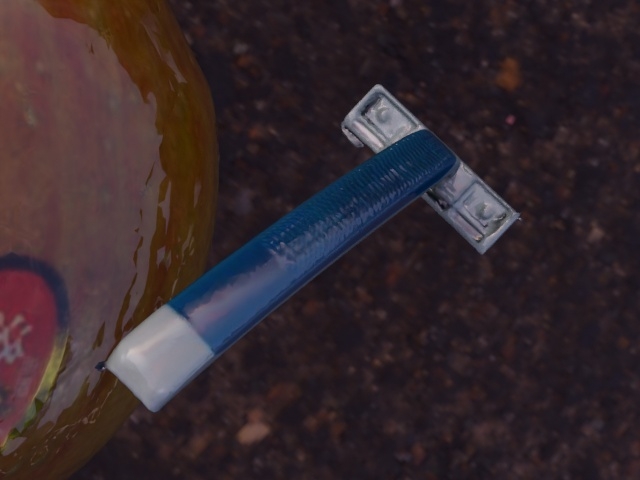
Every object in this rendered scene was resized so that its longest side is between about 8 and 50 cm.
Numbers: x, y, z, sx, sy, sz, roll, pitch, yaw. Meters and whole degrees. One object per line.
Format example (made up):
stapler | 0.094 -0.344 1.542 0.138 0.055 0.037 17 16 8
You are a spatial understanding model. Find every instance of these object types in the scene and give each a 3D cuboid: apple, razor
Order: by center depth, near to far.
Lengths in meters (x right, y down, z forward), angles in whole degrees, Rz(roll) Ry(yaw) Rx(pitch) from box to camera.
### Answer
razor | 0.002 -0.003 0.463 0.037 0.068 0.191 -52 170 32
apple | -0.245 -0.044 0.765 0.400 0.400 0.334 11 99 -39
